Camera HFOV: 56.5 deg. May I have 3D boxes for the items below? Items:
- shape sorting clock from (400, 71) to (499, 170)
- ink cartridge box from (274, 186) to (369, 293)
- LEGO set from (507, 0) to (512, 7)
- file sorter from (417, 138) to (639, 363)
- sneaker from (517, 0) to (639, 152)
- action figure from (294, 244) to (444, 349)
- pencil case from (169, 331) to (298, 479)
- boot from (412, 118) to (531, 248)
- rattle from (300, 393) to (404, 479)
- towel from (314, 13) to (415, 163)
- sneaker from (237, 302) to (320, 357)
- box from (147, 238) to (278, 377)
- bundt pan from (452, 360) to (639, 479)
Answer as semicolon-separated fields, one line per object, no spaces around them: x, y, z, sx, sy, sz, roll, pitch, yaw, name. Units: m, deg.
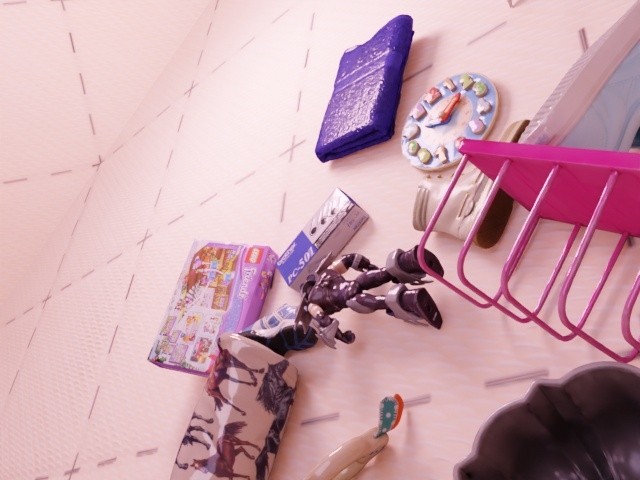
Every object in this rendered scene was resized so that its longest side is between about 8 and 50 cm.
0.231;-0.221;1.095;0.206;0.040;0.206;-31;42;32;shape sorting clock
0.000;0.000;1.192;0.207;0.046;0.097;-51;34;8;ink cartridge box
0.400;-0.564;1.180;0.244;0.060;0.183;-35;36;14;LEGO set
0.292;0.017;0.696;0.290;0.202;0.182;20;82;55;file sorter
0.413;-0.199;0.810;0.366;0.150;0.135;-48;-2;-19;sneaker
0.065;0.090;0.991;0.284;0.099;0.186;-10;53;44;action figure
-0.168;0.361;1.007;0.183;0.160;0.411;4;66;36;pencil case
0.243;-0.099;0.955;0.165;0.077;0.213;17;79;56;boot
0.075;0.328;0.824;0.199;0.130;0.143;-33;45;-12;rattle
0.103;-0.326;1.316;0.227;0.076;0.308;-16;51;52;towel
-0.075;0.171;1.134;0.211;0.080;0.081;-17;35;37;sneaker
-0.227;0.143;1.277;0.200;0.057;0.294;5;64;25;box
0.282;0.281;0.532;0.330;0.124;0.331;-28;37;24;bundt pan
